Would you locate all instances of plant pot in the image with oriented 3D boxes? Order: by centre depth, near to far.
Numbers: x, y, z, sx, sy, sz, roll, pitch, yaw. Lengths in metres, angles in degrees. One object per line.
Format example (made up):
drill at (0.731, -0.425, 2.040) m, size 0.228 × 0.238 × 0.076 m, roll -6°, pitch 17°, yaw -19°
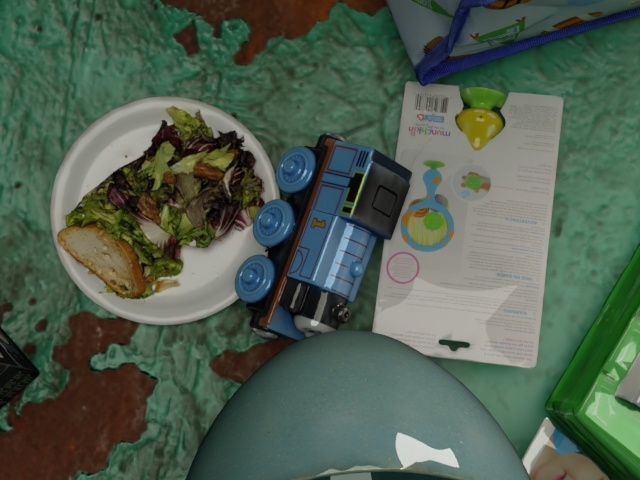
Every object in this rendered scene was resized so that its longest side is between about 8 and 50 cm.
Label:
plant pot at (0.025, 0.186, 1.256) m, size 0.290 × 0.290 × 0.195 m, roll -5°, pitch 46°, yaw 1°

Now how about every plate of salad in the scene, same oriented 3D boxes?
plate of salad at (-0.134, -0.028, 1.376) m, size 0.199 × 0.048 × 0.200 m, roll 0°, pitch 82°, yaw 2°

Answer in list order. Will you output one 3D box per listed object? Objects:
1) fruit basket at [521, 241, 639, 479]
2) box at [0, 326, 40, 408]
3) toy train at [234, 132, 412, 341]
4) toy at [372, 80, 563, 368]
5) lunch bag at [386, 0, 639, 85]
fruit basket at (0.380, 0.145, 1.287) m, size 0.353 × 0.165 × 0.327 m, roll 32°, pitch 84°, yaw 2°
box at (-0.317, 0.075, 1.299) m, size 0.077 × 0.180 × 0.147 m, roll -42°, pitch 84°, yaw -4°
toy train at (0.000, 0.000, 1.336) m, size 0.105 × 0.080 × 0.184 m, roll 14°, pitch 81°, yaw 42°
toy at (0.126, -0.012, 1.365) m, size 0.136 × 0.056 × 0.237 m, roll 7°, pitch 78°, yaw 6°
lunch bag at (0.220, -0.352, 1.325) m, size 0.385 × 0.239 × 0.328 m, roll -17°, pitch 82°, yaw -17°
